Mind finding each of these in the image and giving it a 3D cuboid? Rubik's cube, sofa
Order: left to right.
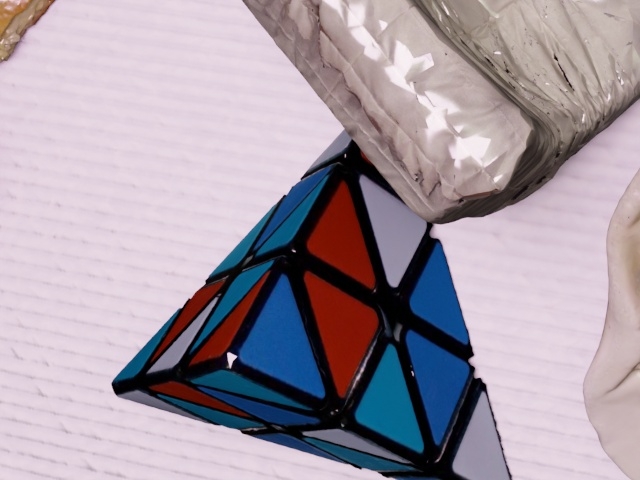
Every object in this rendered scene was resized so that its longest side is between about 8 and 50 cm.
[{"bbox_3d":[0.000,0.000,0.909,0.284,0.250,0.234,14,76,18],"label":"Rubik's cube"},{"bbox_3d":[0.089,-0.132,0.845,0.176,0.225,0.210,-40,79,16],"label":"sofa"}]

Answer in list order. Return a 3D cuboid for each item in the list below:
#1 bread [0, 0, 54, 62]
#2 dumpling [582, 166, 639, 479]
[{"bbox_3d":[-0.219,-0.183,1.011,0.136,0.054,0.154,-14,90,11],"label":"bread"},{"bbox_3d":[0.263,0.054,0.840,0.243,0.187,0.318,-35,107,34],"label":"dumpling"}]
